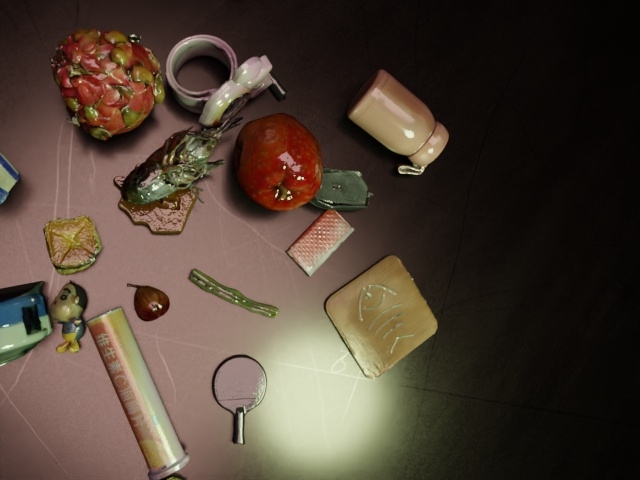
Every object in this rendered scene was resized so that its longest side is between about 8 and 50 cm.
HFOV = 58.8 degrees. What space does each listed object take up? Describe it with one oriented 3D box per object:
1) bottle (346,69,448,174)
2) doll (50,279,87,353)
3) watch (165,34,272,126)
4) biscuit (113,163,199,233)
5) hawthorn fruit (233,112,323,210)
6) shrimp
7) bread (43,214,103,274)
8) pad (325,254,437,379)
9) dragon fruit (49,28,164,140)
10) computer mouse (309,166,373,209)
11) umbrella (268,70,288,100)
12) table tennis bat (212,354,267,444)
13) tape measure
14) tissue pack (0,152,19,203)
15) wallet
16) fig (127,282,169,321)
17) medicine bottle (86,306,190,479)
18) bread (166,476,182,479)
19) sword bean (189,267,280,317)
[{"bbox_3d":[0.229,-0.340,1.695,0.296,0.173,0.206,35,107,-15],"label":"bottle"},{"bbox_3d":[-0.623,0.187,1.401,0.088,0.101,0.180,17,71,-60],"label":"doll"},{"bbox_3d":[-0.284,-0.451,1.523,0.248,0.211,0.217,-44,90,-8],"label":"watch"},{"bbox_3d":[-0.445,-0.118,1.509,0.215,0.034,0.182,25,74,-13],"label":"biscuit"},{"bbox_3d":[-0.110,-0.205,1.514,0.258,0.258,0.262,-30,72,-18],"label":"hawthorn fruit"},{"bbox_3d":[-0.340,-0.194,1.478,0.371,0.137,0.172,-29,129,-8],"label":"shrimp"},{"bbox_3d":[-0.617,0.009,1.423,0.127,0.069,0.140,-16,87,-20],"label":"bread"},{"bbox_3d":[0.186,0.224,1.696,0.286,0.018,0.284,-34,96,-19],"label":"pad"},{"bbox_3d":[-0.511,-0.392,1.381,0.268,0.291,0.250,-27,88,-20],"label":"dragon fruit"},{"bbox_3d":[0.047,-0.142,1.660,0.231,0.071,0.126,-2,71,-29],"label":"computer mouse"},{"bbox_3d":[-0.144,-0.466,1.645,0.036,0.031,0.133,-39,97,-19],"label":"umbrella"},{"bbox_3d":[-0.218,0.431,1.540,0.150,0.027,0.237,2,83,-18],"label":"table tennis bat"},{"bbox_3d":[-0.755,0.199,1.271,0.259,0.262,0.138,-14,99,-18],"label":"tape measure"},{"bbox_3d":[-0.818,-0.169,1.267,0.209,0.269,0.137,23,77,-16],"label":"tissue pack"},{"bbox_3d":[0.000,0.000,1.655,0.103,0.020,0.196,46,74,-10],"label":"wallet"},{"bbox_3d":[-0.450,0.145,1.468,0.088,0.089,0.125,-35,76,-18],"label":"fig"},{"bbox_3d":[-0.464,0.380,1.426,0.108,0.108,0.427,-24,91,-19],"label":"medicine bottle"},{"bbox_3d":[-0.383,0.663,1.451,0.072,0.053,0.106,9,84,-41],"label":"bread"},{"bbox_3d":[-0.234,0.151,1.556,0.269,0.038,0.043,27,102,-14],"label":"sword bean"}]
